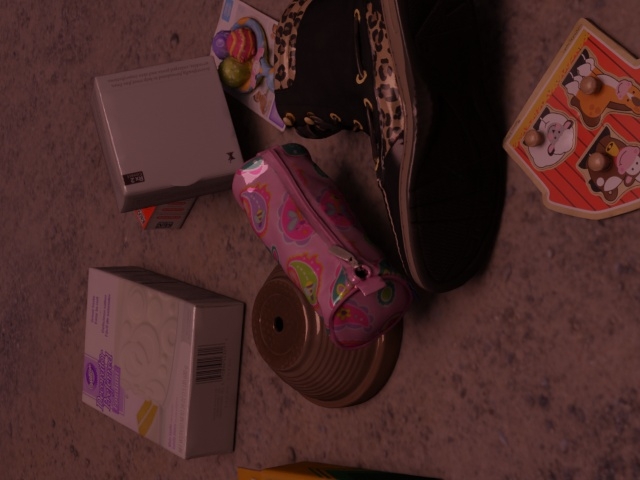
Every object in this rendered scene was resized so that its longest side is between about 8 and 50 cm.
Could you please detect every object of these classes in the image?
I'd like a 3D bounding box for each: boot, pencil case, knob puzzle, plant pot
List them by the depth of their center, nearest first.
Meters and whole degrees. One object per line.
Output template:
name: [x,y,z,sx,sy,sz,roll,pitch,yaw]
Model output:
knob puzzle: [0.282,-0.107,1.088,0.213,0.030,0.213,2,92,49]
boot: [0.068,-0.139,1.257,0.284,0.138,0.377,10,113,57]
pencil case: [0.000,0.000,1.281,0.284,0.124,0.124,54,129,39]
plant pot: [-0.013,0.105,1.381,0.237,0.110,0.237,0,90,49]

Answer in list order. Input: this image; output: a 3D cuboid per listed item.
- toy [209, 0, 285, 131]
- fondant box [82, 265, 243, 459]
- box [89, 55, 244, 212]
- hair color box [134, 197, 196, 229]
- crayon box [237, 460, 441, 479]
toy: [-0.112,-0.264,1.527,0.237,0.056,0.137,36,117,43]
fondant box: [-0.261,0.185,1.685,0.330,0.096,0.238,14,102,50]
box: [-0.225,-0.153,1.532,0.119,0.181,0.182,145,110,-70]
hair color box: [-0.232,-0.080,1.661,0.043,0.072,0.141,57,130,31]
crayon box: [0.023,0.401,1.366,0.323,0.083,0.203,-6,86,49]
